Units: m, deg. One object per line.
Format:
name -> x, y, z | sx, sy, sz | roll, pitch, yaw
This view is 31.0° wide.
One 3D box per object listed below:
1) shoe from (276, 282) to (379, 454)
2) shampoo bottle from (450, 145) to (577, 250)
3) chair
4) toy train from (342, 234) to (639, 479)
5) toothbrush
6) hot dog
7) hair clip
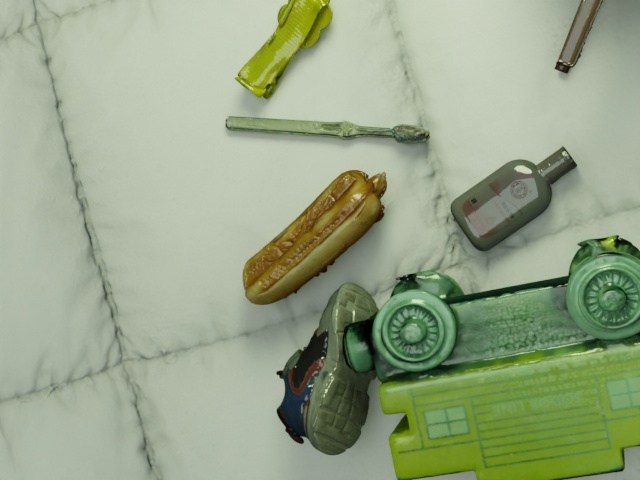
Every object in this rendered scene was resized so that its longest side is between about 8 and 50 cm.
shoe -> 0.006, 0.169, 1.515 | 0.125, 0.099, 0.228 | -11, 57, 49
shampoo bottle -> 0.250, -0.060, 1.471 | 0.165, 0.040, 0.080 | -35, 77, 14
chair -> 0.421, -0.330, 1.361 | 0.183, 0.175, 0.327 | 21, 97, 8
toy train -> 0.254, 0.156, 1.398 | 0.441, 0.179, 0.273 | -11, 93, 14
toothbrush -> 0.005, -0.151, 1.559 | 0.294, 0.028, 0.026 | 5, 88, 22
hot dog -> 0.000, 0.000, 1.523 | 0.249, 0.102, 0.076 | -43, 118, 13
hair clip -> -0.042, -0.271, 1.564 | 0.072, 0.046, 0.173 | 36, 100, 12
